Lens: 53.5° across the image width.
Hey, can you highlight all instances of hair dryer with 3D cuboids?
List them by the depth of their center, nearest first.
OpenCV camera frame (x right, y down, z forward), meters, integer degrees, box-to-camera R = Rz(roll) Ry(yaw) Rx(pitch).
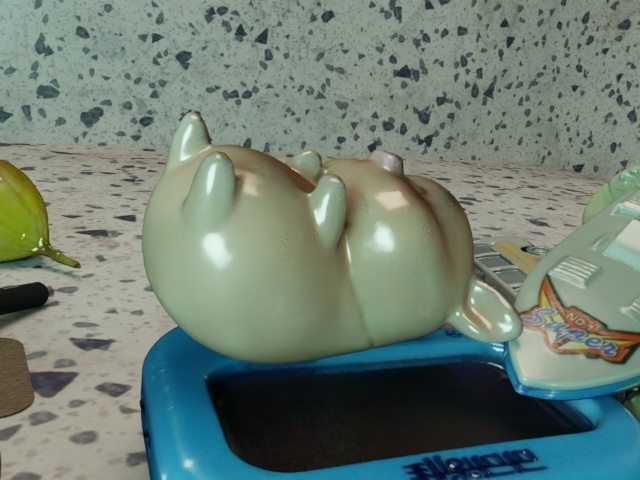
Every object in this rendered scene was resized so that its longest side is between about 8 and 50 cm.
[{"bbox_3d":[-0.386,0.069,0.720,0.124,0.071,0.219,8,7,17],"label":"hair dryer"}]

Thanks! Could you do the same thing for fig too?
[{"bbox_3d":[-0.452,-0.020,0.942,0.257,0.159,0.159,29,22,17],"label":"fig"}]

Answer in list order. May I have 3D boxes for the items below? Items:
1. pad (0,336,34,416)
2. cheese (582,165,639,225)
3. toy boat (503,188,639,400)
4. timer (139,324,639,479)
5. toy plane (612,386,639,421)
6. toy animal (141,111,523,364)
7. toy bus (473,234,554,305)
[{"bbox_3d":[-0.409,0.135,0.573,0.266,0.002,0.176,-3,17,-29],"label":"pad"},{"bbox_3d":[0.423,0.042,0.745,0.233,0.127,0.266,35,22,-55],"label":"cheese"},{"bbox_3d":[0.239,0.044,0.506,0.295,0.088,0.129,-27,48,-36],"label":"toy boat"},{"bbox_3d":[0.042,0.142,0.480,0.340,0.115,0.309,0,15,-20],"label":"timer"},{"bbox_3d":[0.279,0.111,0.583,0.229,0.092,0.244,-18,47,3],"label":"toy plane"},{"bbox_3d":[0.002,0.011,0.448,0.250,0.154,0.166,6,32,-27],"label":"toy animal"},{"bbox_3d":[0.283,0.082,0.842,0.138,0.097,0.342,-4,17,-8],"label":"toy bus"}]
